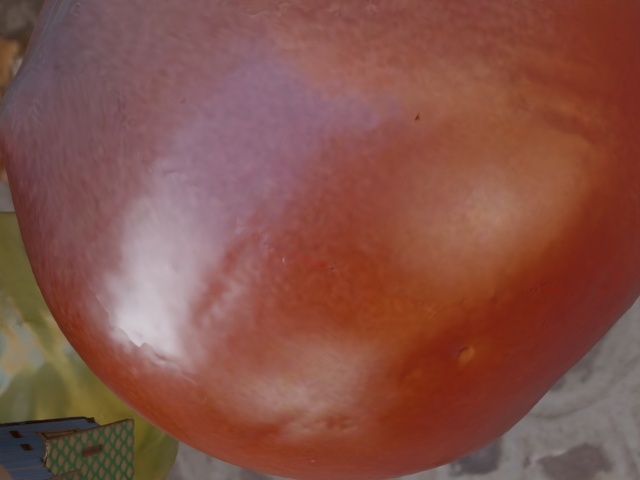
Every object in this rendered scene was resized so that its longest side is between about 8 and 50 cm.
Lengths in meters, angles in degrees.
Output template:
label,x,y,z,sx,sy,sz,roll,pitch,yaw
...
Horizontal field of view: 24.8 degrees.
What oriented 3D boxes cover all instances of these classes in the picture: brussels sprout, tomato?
label,x,y,z,sx,sy,sz,roll,pitch,yaw
brussels sprout,-0.250,0.134,1.250,0.328,0.247,0.328,0,91,48
tomato,0.001,-0.044,0.715,0.321,0.321,0.321,7,100,43

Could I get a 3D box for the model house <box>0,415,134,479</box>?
label,x,y,z,sx,sy,sz,roll,pitch,yaw
model house,-0.232,0.214,0.946,0.206,0.271,0.178,-168,80,-66
